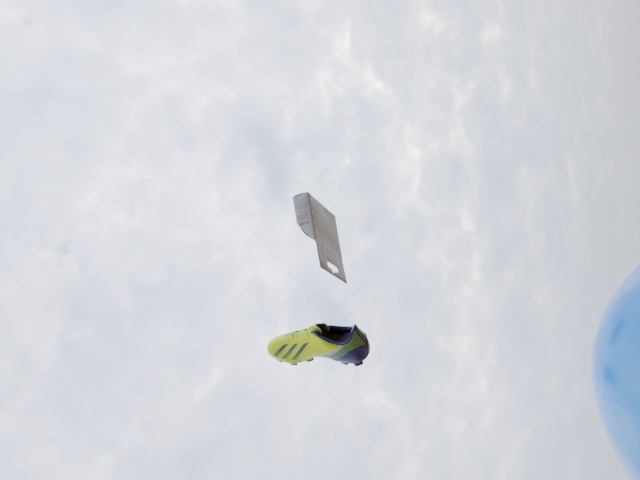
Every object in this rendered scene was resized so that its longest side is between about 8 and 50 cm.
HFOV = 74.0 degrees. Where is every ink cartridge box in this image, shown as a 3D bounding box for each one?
[{"bbox_3d":[0.000,0.000,1.218,0.189,0.066,0.233,36,-137,-57],"label":"ink cartridge box"}]

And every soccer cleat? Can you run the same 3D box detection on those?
[{"bbox_3d":[-0.016,0.246,1.059,0.121,0.289,0.093,67,-147,-28],"label":"soccer cleat"}]

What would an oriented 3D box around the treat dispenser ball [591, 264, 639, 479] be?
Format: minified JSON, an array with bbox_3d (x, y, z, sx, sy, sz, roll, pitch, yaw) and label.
[{"bbox_3d":[0.368,0.116,0.309,0.288,0.288,0.288,5,-97,-46],"label":"treat dispenser ball"}]
